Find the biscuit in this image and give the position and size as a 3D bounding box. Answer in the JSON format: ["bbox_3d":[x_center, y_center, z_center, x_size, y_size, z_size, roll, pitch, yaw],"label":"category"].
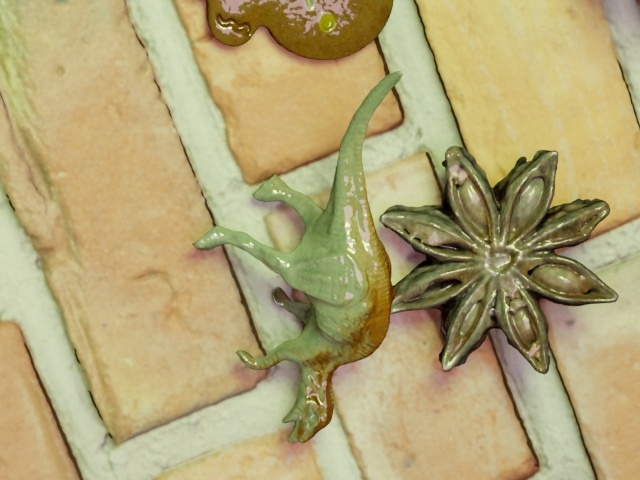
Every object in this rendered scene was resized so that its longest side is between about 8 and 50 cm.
[{"bbox_3d":[-0.038,-0.264,1.845,0.236,0.039,0.180,22,93,-16],"label":"biscuit"}]

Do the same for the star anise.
[{"bbox_3d":[0.178,0.019,1.901,0.236,0.109,0.223,1,91,5],"label":"star anise"}]

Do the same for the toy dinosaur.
[{"bbox_3d":[0.000,0.000,1.841,0.205,0.092,0.393,34,110,11],"label":"toy dinosaur"}]
